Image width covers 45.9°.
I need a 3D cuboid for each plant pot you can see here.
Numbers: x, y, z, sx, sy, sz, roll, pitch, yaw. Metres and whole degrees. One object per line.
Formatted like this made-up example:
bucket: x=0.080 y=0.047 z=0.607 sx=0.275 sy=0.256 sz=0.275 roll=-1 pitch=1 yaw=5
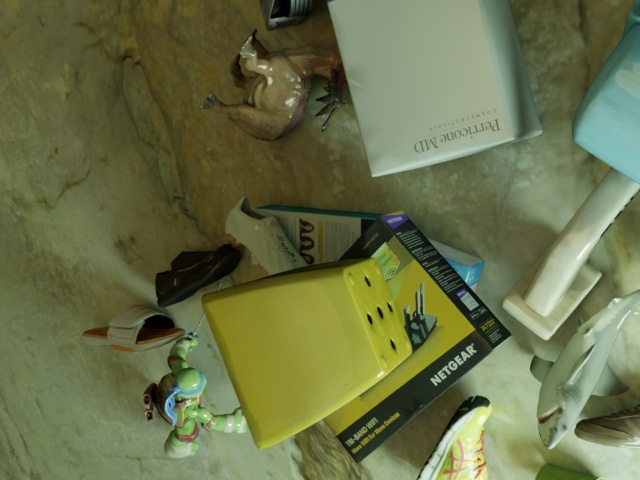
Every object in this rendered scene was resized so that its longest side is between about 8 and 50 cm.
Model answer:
plant pot: x=0.001 y=0.127 z=1.021 sx=0.187 sy=0.212 sz=0.212 roll=-23 pitch=86 yaw=21
plant pot: x=0.352 y=0.361 z=1.086 sx=0.079 sy=0.083 sz=0.083 roll=20 pitch=109 yaw=41

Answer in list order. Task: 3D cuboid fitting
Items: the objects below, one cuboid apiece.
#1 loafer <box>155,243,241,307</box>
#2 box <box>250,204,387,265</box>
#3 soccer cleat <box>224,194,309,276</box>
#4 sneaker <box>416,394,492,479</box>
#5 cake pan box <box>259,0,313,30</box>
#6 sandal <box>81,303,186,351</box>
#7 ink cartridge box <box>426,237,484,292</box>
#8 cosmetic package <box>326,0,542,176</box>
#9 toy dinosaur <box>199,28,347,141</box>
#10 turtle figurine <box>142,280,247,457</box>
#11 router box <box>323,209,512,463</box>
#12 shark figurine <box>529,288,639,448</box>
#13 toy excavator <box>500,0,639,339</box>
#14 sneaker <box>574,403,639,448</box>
loafer: x=-0.238 y=0.053 z=1.385 sx=0.220 sy=0.080 sz=0.078 roll=-30 pitch=83 yaw=32
box: x=0.000 y=0.000 z=1.240 sx=0.244 sy=0.060 sz=0.100 roll=7 pitch=103 yaw=31
soccer cleat: x=-0.078 y=0.004 z=1.215 sx=0.196 sy=0.068 sz=0.076 roll=39 pitch=114 yaw=23
sneaker: x=0.224 y=0.327 z=1.159 sx=0.094 sy=0.081 sz=0.208 roll=30 pitch=120 yaw=16
cake pan box: x=-0.072 y=-0.460 z=1.104 sx=0.070 sy=0.246 sz=0.266 roll=-14 pitch=90 yaw=-6
sandal: x=-0.382 y=0.166 z=1.483 sx=0.265 sy=0.102 sz=0.076 roll=-2 pitch=100 yaw=34
ink cartridge box: x=0.169 y=0.099 z=1.153 sx=0.104 sy=0.060 sz=0.180 roll=23 pitch=110 yaw=27
cosmetic package: x=0.143 y=-0.298 z=1.040 sx=0.217 sy=0.156 sz=0.385 roll=-15 pitch=90 yaw=31
toy dinosaur: x=-0.059 y=-0.227 z=1.209 sx=0.200 sy=0.127 sz=0.296 roll=35 pitch=136 yaw=-13
turtle figurine: x=-0.210 y=0.278 z=1.399 sx=0.198 sy=0.274 sz=0.266 roll=34 pitch=138 yaw=-2
router box: x=0.088 y=0.146 z=1.128 sx=0.243 sy=0.081 sz=0.309 roll=50 pitch=122 yaw=15
shark figurine: x=0.394 y=0.157 z=1.024 sx=0.116 sy=0.166 sz=0.278 roll=36 pitch=99 yaw=-6
toy excavator: x=0.370 y=-0.100 z=0.877 sx=0.222 sy=0.433 sz=0.445 roll=41 pitch=89 yaw=19
sneaker: x=0.442 y=0.245 z=1.021 sx=0.188 sy=0.066 sz=0.071 roll=0 pitch=82 yaw=27
